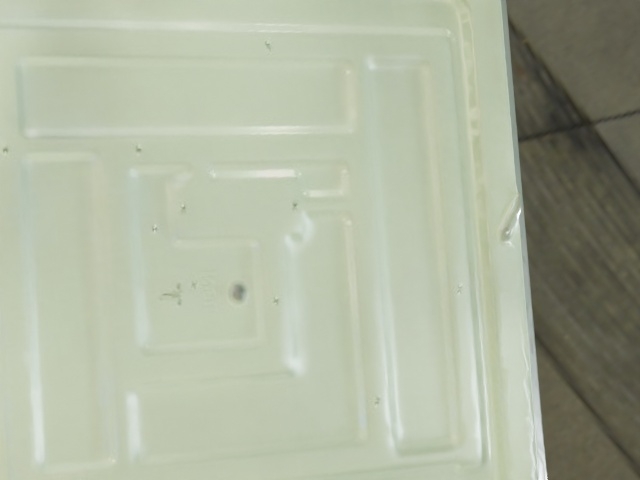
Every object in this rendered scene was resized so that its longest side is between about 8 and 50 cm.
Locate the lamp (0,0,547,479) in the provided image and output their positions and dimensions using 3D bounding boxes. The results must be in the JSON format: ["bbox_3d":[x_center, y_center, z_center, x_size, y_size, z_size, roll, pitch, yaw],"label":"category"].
[{"bbox_3d":[-0.036,0.008,0.603,0.047,0.266,0.269,166,100,-66],"label":"lamp"}]
